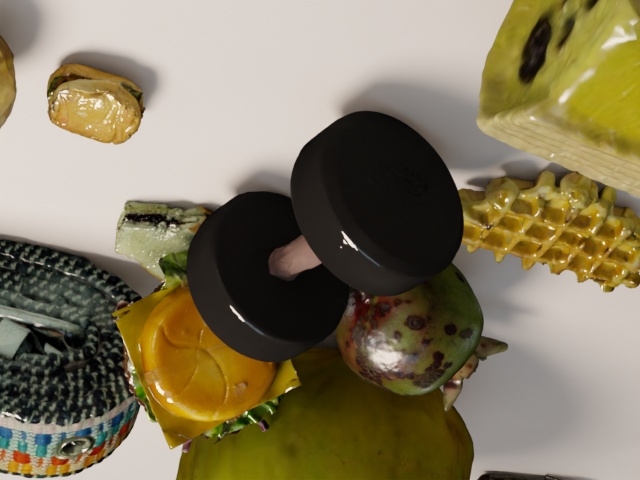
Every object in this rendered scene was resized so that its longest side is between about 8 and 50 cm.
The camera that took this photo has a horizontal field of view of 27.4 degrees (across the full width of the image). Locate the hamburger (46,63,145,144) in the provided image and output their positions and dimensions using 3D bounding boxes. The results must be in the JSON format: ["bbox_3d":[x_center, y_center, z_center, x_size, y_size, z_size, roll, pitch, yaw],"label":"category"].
[{"bbox_3d":[-0.189,-0.114,1.095,0.083,0.044,0.076,15,144,-15],"label":"hamburger"}]

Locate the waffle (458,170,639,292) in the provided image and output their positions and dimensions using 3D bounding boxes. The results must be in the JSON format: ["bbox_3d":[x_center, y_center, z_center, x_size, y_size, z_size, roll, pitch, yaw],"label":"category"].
[{"bbox_3d":[0.207,0.000,1.188,0.161,0.046,0.192,-20,138,31],"label":"waffle"}]

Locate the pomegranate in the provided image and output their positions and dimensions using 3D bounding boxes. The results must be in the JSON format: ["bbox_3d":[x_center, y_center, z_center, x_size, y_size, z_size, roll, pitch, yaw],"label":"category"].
[{"bbox_3d":[0.091,0.084,1.260,0.149,0.148,0.169,-5,156,18],"label":"pomegranate"}]

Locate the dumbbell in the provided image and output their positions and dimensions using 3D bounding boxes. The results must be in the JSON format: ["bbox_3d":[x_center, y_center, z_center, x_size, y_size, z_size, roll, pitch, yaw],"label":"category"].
[{"bbox_3d":[0.000,0.000,1.132,0.152,0.152,0.218,27,141,-27],"label":"dumbbell"}]

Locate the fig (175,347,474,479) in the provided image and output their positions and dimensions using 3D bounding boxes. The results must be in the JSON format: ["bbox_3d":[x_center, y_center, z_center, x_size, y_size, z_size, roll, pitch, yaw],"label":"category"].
[{"bbox_3d":[-0.001,0.285,1.383,0.343,0.343,0.343,5,146,3],"label":"fig"}]

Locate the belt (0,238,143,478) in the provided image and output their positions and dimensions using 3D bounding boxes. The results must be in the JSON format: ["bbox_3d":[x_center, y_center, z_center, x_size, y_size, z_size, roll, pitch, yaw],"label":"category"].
[{"bbox_3d":[-0.318,0.121,1.321,0.295,0.206,0.160,11,144,-7],"label":"belt"}]

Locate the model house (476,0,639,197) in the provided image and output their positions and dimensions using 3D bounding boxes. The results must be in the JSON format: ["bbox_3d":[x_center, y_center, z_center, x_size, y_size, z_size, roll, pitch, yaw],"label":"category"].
[{"bbox_3d":[0.229,-0.112,0.904,0.193,0.174,0.234,18,141,-17],"label":"model house"}]

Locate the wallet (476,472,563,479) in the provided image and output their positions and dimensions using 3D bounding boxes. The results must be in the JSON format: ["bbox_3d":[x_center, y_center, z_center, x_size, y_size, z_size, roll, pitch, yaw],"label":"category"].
[{"bbox_3d":[0.272,0.373,1.733,0.133,0.039,0.243,7,147,12],"label":"wallet"}]

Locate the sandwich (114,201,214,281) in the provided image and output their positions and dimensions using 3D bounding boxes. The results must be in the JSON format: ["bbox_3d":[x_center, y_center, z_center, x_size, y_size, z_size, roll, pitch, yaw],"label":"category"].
[{"bbox_3d":[-0.144,-0.006,1.252,0.105,0.035,0.093,-21,136,34],"label":"sandwich"}]

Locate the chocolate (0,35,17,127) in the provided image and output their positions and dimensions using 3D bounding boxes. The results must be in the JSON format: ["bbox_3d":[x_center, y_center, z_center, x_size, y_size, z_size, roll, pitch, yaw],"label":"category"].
[{"bbox_3d":[-0.376,-0.100,1.075,0.309,0.134,0.134,-12,141,26],"label":"chocolate"}]

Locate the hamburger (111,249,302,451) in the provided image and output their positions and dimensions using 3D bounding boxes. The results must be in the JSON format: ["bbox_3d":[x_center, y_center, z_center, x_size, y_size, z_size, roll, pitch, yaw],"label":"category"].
[{"bbox_3d":[-0.112,0.100,1.242,0.164,0.189,0.093,-12,-173,-18],"label":"hamburger"}]
